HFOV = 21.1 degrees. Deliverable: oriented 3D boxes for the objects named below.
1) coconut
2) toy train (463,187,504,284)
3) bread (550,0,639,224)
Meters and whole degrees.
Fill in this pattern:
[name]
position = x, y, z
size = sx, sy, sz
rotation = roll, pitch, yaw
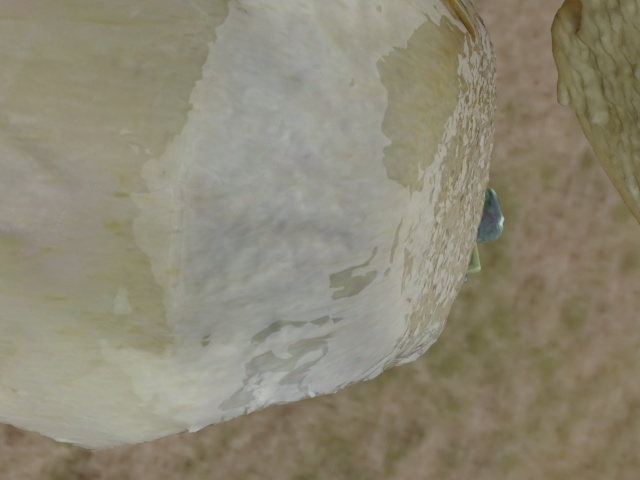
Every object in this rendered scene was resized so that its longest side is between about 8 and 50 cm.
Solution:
[coconut]
position = -0.115, -0.063, 0.947
size = 0.415, 0.415, 0.344
rotation = 24, 78, -63
[toy train]
position = 0.000, 0.000, 1.838
size = 0.253, 0.397, 0.160
rotation = 47, 34, -82
[bread]
position = 0.233, -0.110, 0.858
size = 0.224, 0.211, 0.183
rotation = -23, 155, -24
